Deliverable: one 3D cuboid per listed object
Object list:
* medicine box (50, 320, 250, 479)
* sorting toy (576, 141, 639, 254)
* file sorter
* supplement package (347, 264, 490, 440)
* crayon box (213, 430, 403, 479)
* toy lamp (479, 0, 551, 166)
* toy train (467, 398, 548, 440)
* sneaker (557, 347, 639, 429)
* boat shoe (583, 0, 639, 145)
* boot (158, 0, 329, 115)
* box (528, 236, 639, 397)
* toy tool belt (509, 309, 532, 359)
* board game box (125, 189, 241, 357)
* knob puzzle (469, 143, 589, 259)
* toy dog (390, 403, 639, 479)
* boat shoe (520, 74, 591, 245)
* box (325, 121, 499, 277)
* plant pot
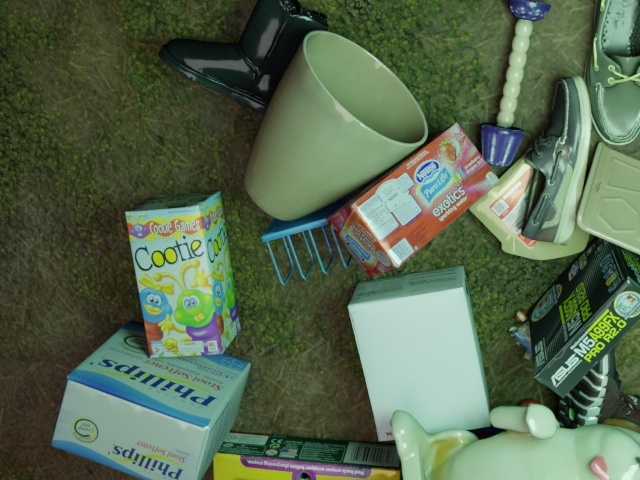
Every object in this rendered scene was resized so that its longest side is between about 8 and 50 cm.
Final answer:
[{"bbox_3d":[-0.299,0.297,1.611,0.264,0.289,0.149,18,106,5],"label":"medicine box"},{"bbox_3d":[0.530,-0.051,1.458,0.208,0.193,0.038,26,146,1],"label":"sorting toy"},{"bbox_3d":[0.000,0.000,1.579,0.170,0.118,0.104,-16,104,13],"label":"file sorter"},{"bbox_3d":[0.182,0.201,1.581,0.204,0.145,0.261,-10,102,12],"label":"supplement package"},{"bbox_3d":[-0.022,0.550,1.724,0.363,0.106,0.312,3,105,9],"label":"crayon box"},{"bbox_3d":[0.321,-0.262,1.480,0.080,0.080,0.274,11,103,7],"label":"toy lamp"},{"bbox_3d":[0.309,0.390,1.638,0.248,0.105,0.143,-9,115,12],"label":"toy train"},{"bbox_3d":[0.507,0.266,1.552,0.163,0.106,0.281,-9,118,-22],"label":"sneaker"},{"bbox_3d":[0.490,-0.302,1.430,0.109,0.091,0.304,0,104,10],"label":"boat shoe"},{"bbox_3d":[-0.131,-0.352,1.521,0.247,0.094,0.207,26,110,-4],"label":"boot"},{"bbox_3d":[0.436,0.108,1.441,0.060,0.270,0.216,37,112,-2],"label":"box"},{"bbox_3d":[0.368,0.172,1.591,0.051,0.052,0.083,-39,95,8],"label":"toy tool belt"},{"bbox_3d":[-0.249,0.060,1.621,0.145,0.142,0.275,-5,103,11],"label":"board game box"},{"bbox_3d":[0.389,-0.051,1.541,0.213,0.030,0.213,1,101,5],"label":"knob puzzle"},{"bbox_3d":[0.362,0.425,1.413,0.408,0.284,0.395,-16,131,19],"label":"toy dog"},{"bbox_3d":[0.385,-0.131,1.459,0.093,0.103,0.285,2,107,0],"label":"boat shoe"},{"bbox_3d":[0.153,-0.067,1.467,0.257,0.123,0.128,-39,96,-23],"label":"box"},{"bbox_3d":[-0.003,-0.166,1.492,0.256,0.256,0.274,42,122,-2],"label":"plant pot"}]
